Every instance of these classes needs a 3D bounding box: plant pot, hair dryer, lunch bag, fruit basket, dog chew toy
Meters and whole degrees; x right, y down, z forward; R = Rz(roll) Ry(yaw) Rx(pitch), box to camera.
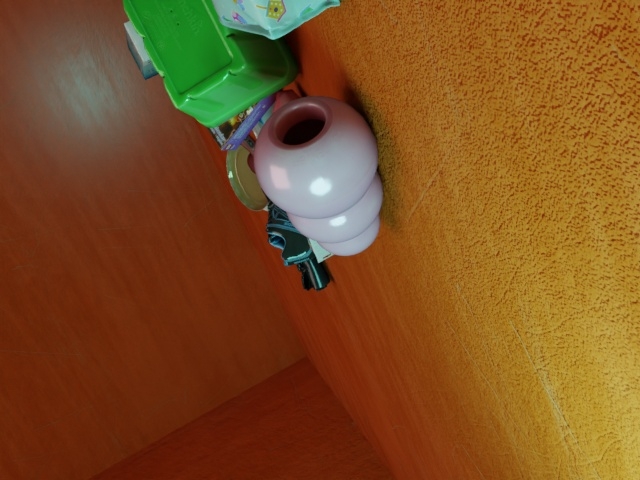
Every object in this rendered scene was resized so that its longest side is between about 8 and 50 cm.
[{"bbox_3d":[-0.226,-0.212,2.330,0.236,0.032,0.236,28,130,40],"label":"plant pot"},{"bbox_3d":[-0.196,-0.247,1.958,0.293,0.080,0.223,31,176,13],"label":"hair dryer"},{"bbox_3d":[-0.110,-0.437,1.052,0.262,0.160,0.223,38,156,53],"label":"lunch bag"},{"bbox_3d":[-0.227,-0.429,1.452,0.392,0.282,0.392,50,-155,-33],"label":"fruit basket"},{"bbox_3d":[0.015,-0.091,1.246,0.207,0.206,0.332,54,175,38],"label":"dog chew toy"}]

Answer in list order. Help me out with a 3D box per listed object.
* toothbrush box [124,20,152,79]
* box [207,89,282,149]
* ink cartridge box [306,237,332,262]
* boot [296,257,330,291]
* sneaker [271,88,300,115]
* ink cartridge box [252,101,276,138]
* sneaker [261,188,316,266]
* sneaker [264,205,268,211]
[{"bbox_3d":[-0.470,-0.613,2.180,0.126,0.216,0.295,63,170,-9],"label":"toothbrush box"},{"bbox_3d":[-0.237,-0.388,1.689,0.057,0.201,0.293,-11,-119,-54],"label":"box"},{"bbox_3d":[0.000,0.000,1.896,0.029,0.062,0.115,50,164,46],"label":"ink cartridge box"},{"bbox_3d":[-0.066,0.052,2.261,0.246,0.094,0.207,18,132,67],"label":"boot"},{"bbox_3d":[-0.052,-0.208,1.566,0.314,0.115,0.136,97,154,-61],"label":"sneaker"},{"bbox_3d":[-0.125,-0.282,1.780,0.104,0.061,0.181,63,169,-2],"label":"ink cartridge box"},{"bbox_3d":[-0.109,-0.067,2.045,0.341,0.139,0.125,55,169,42],"label":"sneaker"},{"bbox_3d":[-0.238,-0.194,2.471,0.258,0.094,0.091,55,163,32],"label":"sneaker"}]
